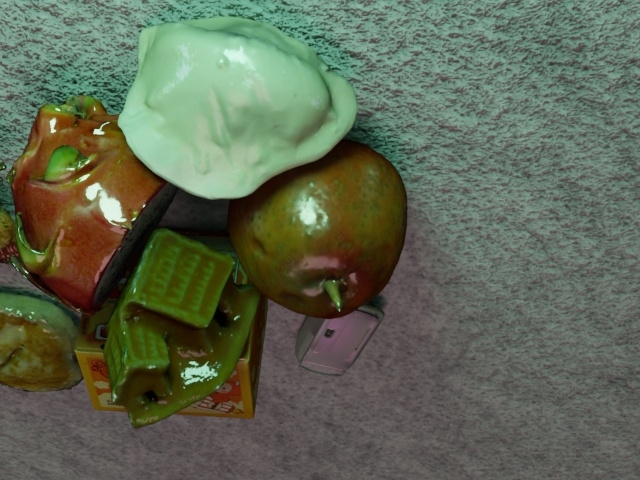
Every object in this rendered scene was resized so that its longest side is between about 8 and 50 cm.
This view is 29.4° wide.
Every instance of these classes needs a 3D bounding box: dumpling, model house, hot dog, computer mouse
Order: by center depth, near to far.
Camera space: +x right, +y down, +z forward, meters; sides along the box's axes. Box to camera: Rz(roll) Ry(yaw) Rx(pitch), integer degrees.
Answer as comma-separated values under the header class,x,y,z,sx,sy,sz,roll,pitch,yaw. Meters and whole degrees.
class,x,y,z,sx,sy,sz,roll,pitch,yaw
dumpling,-0.117,-0.174,1.646,0.318,0.243,0.187,18,173,0
model house,-0.224,0.122,1.795,0.173,0.268,0.239,9,151,17
hot dog,-0.533,0.014,2.108,0.144,0.038,0.062,-5,143,12
computer mouse,0.033,0.171,2.246,0.125,0.056,0.245,13,144,-10

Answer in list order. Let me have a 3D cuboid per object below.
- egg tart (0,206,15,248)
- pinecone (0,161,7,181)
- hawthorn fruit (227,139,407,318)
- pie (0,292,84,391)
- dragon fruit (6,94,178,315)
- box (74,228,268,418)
class,x,y,z,sx,sy,sz,roll,pitch,yaw
egg tart,-0.589,-0.037,2.002,0.191,0.074,0.191,2,155,1
pinecone,-0.615,-0.094,1.809,0.292,0.246,0.246,0,146,-19
hawthorn fruit,0.000,0.000,1.814,0.276,0.298,0.277,-5,136,-5
pie,-0.606,0.199,2.342,0.339,0.077,0.339,6,143,4
dragon fruit,-0.347,-0.067,1.774,0.225,0.305,0.305,33,140,-3
box,-0.239,0.134,2.054,0.283,0.260,0.214,2,142,3
